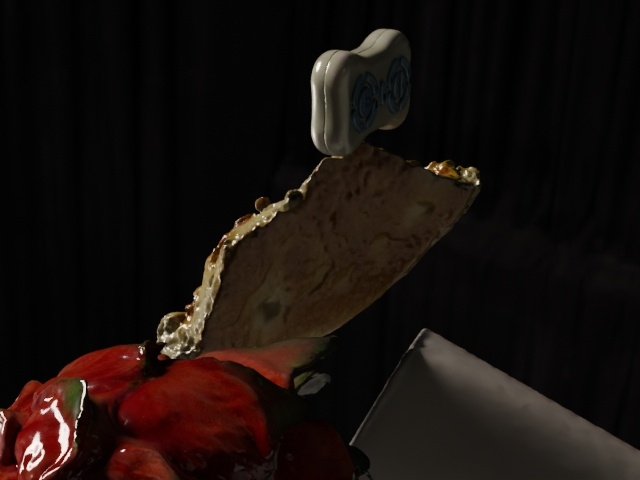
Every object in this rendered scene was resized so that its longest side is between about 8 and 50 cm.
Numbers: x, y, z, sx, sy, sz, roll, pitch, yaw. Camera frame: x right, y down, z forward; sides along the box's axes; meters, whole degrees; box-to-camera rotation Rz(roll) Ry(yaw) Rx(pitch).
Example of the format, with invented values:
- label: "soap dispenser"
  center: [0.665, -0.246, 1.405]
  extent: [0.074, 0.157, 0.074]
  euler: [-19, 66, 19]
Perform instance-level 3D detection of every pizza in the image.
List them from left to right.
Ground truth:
- label: "pizza"
  center: [-0.001, 0.006, 1.168]
  extent: [0.271, 0.134, 0.056]
  euler: [-38, 37, -8]

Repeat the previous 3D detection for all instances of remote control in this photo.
- label: "remote control"
  center: [0.031, -0.105, 1.134]
  extent: [0.032, 0.074, 0.122]
  euler: [8, 22, 25]

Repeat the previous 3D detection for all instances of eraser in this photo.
- label: "eraser"
  center: [0.153, 0.195, 1.205]
  extent: [0.270, 0.095, 0.174]
  euler: [29, 47, 7]

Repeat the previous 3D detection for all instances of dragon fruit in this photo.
- label: "dragon fruit"
  center: [-0.065, 0.137, 0.765]
  extent: [0.274, 0.192, 0.193]
  euler: [4, 31, -44]
